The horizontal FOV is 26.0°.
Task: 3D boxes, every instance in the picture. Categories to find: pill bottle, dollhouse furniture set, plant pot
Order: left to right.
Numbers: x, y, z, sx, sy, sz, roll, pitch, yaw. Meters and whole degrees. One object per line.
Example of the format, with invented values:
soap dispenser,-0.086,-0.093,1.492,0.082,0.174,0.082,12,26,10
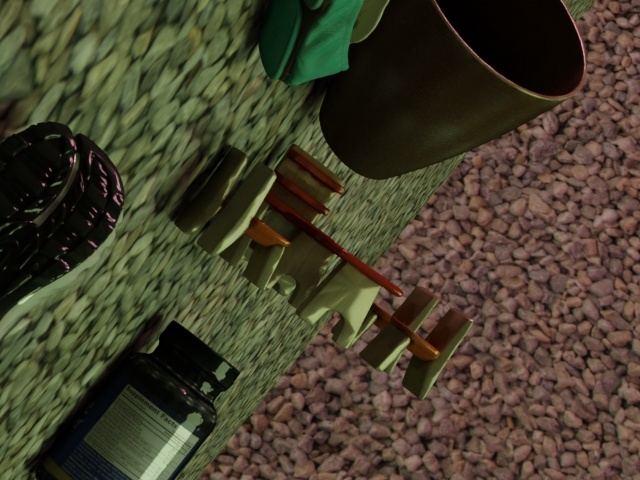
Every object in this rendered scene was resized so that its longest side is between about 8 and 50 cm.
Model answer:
pill bottle,-0.187,0.198,1.461,0.219,0.123,0.123,-52,172,-8
dollhouse furniture set,0.000,0.000,1.326,0.135,0.262,0.259,-54,-155,-1
plant pot,0.109,-0.165,1.389,0.230,0.215,0.215,-41,-179,39

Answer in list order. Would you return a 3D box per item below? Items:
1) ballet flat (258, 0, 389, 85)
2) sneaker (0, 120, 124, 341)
ballet flat,0.013,-0.195,1.026,0.087,0.083,0.247,-15,164,-16
sneaker,-0.218,0.045,0.752,0.271,0.100,0.108,-42,-178,-38
